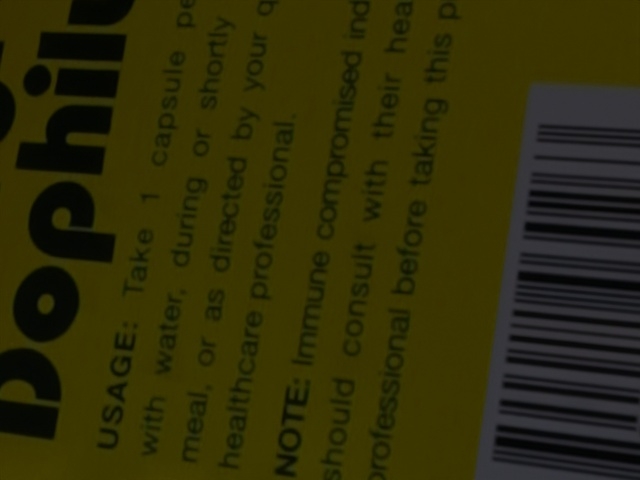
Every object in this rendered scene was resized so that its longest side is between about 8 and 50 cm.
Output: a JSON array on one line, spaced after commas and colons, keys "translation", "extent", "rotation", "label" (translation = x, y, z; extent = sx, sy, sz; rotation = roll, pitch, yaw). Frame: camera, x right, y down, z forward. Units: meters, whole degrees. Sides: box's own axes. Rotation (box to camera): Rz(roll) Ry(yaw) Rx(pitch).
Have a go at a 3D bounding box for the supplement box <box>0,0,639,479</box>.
[{"translation": [0.000, 0.000, 0.471], "extent": [0.357, 0.195, 0.194], "rotation": [5, 170, 24], "label": "supplement box"}]
